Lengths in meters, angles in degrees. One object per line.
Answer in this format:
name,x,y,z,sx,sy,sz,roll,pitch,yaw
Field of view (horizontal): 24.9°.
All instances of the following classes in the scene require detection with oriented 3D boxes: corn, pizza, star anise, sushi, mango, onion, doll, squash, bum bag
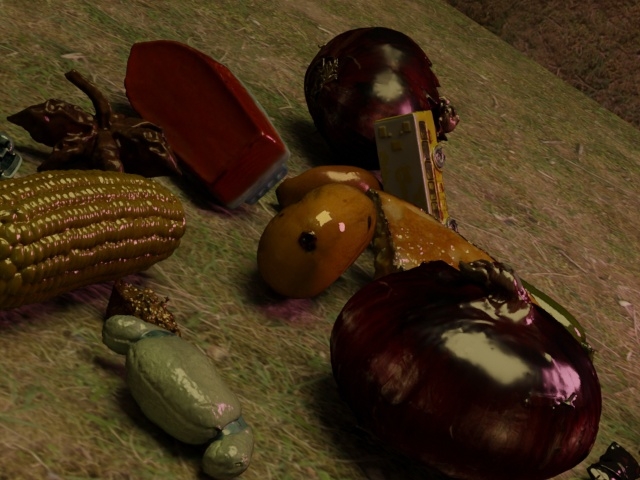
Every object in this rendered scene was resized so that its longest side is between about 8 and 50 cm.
corn,-0.262,-0.008,1.498,0.131,0.131,0.344,36,19,17
pizza,0.166,0.071,1.896,0.323,0.089,0.223,35,33,-7
star anise,-0.267,-0.122,1.803,0.196,0.111,0.212,49,21,28
sushi,-0.180,0.080,1.488,0.118,0.060,0.061,38,17,20
mango,-0.004,-0.003,1.792,0.109,0.157,0.262,39,8,5
onion,0.085,-0.219,2.307,0.281,0.221,0.281,30,20,-12
mango,0.022,-0.057,2.028,0.159,0.105,0.084,-1,60,-32
doll,-0.130,0.144,1.385,0.214,0.071,0.103,44,26,26
squash,0.281,0.092,2.052,0.258,0.069,0.069,32,21,9
bum bag,0.358,0.281,1.755,0.058,0.034,0.124,48,24,10
onion,0.168,0.134,1.568,0.314,0.232,0.314,25,19,-9

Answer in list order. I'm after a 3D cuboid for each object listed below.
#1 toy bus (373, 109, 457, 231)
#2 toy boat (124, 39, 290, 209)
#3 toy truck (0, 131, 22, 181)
toy bus,0.136,-0.067,2.027,0.081,0.226,0.074,-8,0,31
toy boat,-0.159,-0.169,2.005,0.332,0.145,0.133,48,4,37
toy truck,-0.409,-0.083,1.491,0.177,0.115,0.080,28,20,-10
